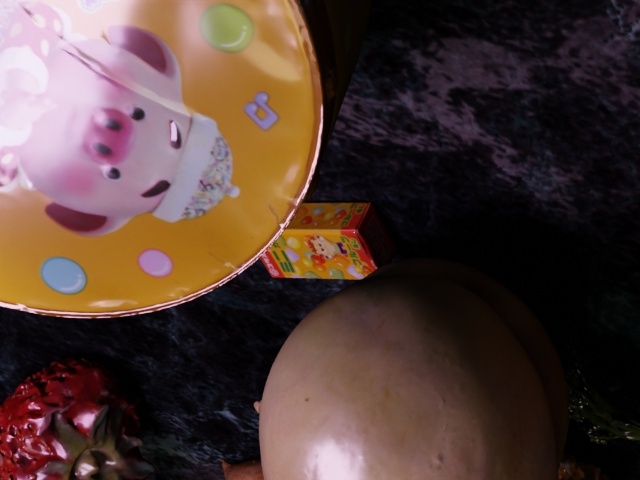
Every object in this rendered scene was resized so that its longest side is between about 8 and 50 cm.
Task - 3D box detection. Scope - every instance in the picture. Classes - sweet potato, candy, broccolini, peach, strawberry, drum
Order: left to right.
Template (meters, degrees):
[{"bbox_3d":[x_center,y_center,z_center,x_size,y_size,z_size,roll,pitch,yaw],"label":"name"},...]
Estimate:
[{"bbox_3d":[-0.283,0.222,1.852,0.201,0.184,0.187,0,150,44],"label":"strawberry"},{"bbox_3d":[-0.174,-0.168,1.155,0.431,0.214,0.431,7,131,9],"label":"drum"},{"bbox_3d":[-0.022,0.272,1.828,0.226,0.068,0.068,5,139,29],"label":"sweet potato"},{"bbox_3d":[0.000,0.000,1.491,0.122,0.038,0.062,0,137,34],"label":"candy"},{"bbox_3d":[0.073,0.158,1.388,0.247,0.292,0.292,17,144,2],"label":"peach"},{"bbox_3d":[0.259,0.124,1.393,0.123,0.062,0.271,37,167,-14],"label":"broccolini"}]

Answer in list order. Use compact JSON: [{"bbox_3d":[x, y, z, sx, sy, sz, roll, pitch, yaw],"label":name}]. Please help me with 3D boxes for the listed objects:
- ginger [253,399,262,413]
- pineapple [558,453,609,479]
[{"bbox_3d":[0.020,0.207,1.728,0.193,0.053,0.176,-1,141,36],"label":"ginger"},{"bbox_3d":[0.177,0.223,1.601,0.221,0.047,0.221,7,161,2],"label":"pineapple"}]
